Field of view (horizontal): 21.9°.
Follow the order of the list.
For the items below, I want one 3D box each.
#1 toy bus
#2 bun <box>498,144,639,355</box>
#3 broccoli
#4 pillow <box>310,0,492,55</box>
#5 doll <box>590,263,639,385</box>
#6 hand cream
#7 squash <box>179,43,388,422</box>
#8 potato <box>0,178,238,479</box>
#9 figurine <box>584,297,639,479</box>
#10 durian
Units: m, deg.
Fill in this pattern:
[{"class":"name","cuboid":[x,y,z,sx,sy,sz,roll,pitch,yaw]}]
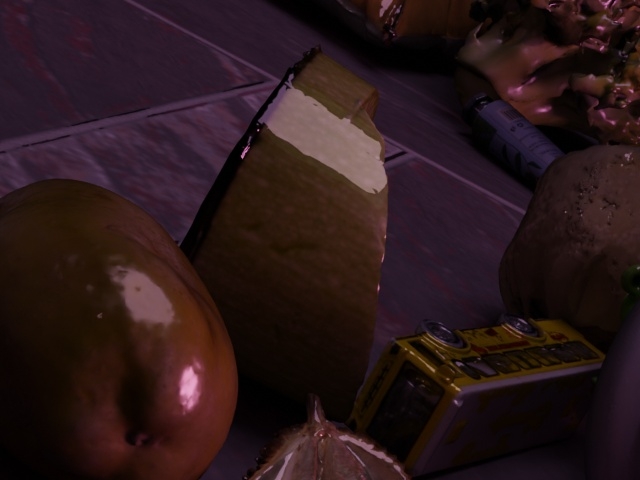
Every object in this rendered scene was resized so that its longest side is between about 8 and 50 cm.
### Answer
[{"class":"toy bus","cuboid":[0.108,0.100,1.103,0.074,0.081,0.226,41,22,28]},{"class":"bun","cuboid":[0.252,0.047,1.252,0.259,0.152,0.259,25,-20,10]},{"class":"broccoli","cuboid":[0.304,-0.232,1.906,0.324,0.334,0.272,13,53,20]},{"class":"pillow","cuboid":[0.076,-0.324,2.094,0.310,0.119,0.312,38,24,32]},{"class":"doll","cuboid":[0.247,0.094,1.134,0.050,0.115,0.190,-101,167,-64]},{"class":"hand cream","cuboid":[0.243,-0.078,1.751,0.088,0.055,0.256,13,23,-49]},{"class":"squash","cuboid":[-0.006,-0.011,1.040,0.133,0.220,0.220,22,19,2]},{"class":"potato","cuboid":[-0.120,0.050,0.871,0.154,0.137,0.200,16,19,-23]},{"class":"figurine","cuboid":[0.276,0.164,0.930,0.205,0.224,0.382,-14,35,-8]},{"class":"durian","cuboid":[-0.002,0.145,0.860,0.110,0.071,0.140,10,39,-19]}]
